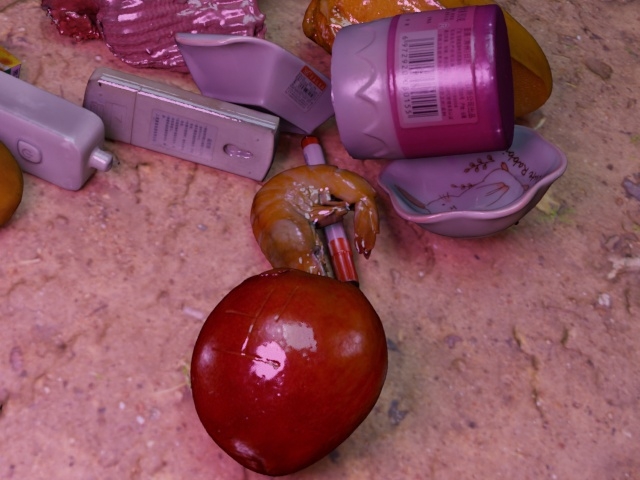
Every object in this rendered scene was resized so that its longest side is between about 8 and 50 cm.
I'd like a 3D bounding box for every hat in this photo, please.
[{"bbox_3d":[-0.216,-0.317,1.364,0.286,0.237,0.107,-7,6,4],"label":"hat"}]

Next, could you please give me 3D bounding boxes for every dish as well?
[{"bbox_3d":[-0.081,-0.185,1.281,0.154,0.234,0.064,10,82,32],"label":"dish"},{"bbox_3d":[0.185,-0.057,1.297,0.229,0.081,0.229,-10,31,6],"label":"dish"}]

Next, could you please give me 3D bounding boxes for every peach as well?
[{"bbox_3d":[-0.035,0.128,1.010,0.197,0.197,0.197,9,47,-9],"label":"peach"}]

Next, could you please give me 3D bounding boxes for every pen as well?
[{"bbox_3d":[0.010,-0.036,1.280,0.028,0.028,0.239,0,49,-17],"label":"pen"}]

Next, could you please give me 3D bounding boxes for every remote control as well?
[{"bbox_3d":[-0.165,-0.137,1.269,0.233,0.098,0.038,16,51,-2],"label":"remote control"}]

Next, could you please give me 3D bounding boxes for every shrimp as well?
[{"bbox_3d":[0.000,0.000,1.201,0.150,0.068,0.249,-17,48,4],"label":"shrimp"}]

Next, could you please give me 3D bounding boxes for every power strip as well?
[{"bbox_3d":[-0.412,-0.161,1.221,0.385,0.091,0.062,24,48,5],"label":"power strip"}]

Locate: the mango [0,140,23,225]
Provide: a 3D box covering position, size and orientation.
[{"bbox_3d":[-0.425,-0.080,1.144,0.227,0.099,0.136,16,52,9],"label":"mango"}]

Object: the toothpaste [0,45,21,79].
[{"bbox_3d":[-0.441,-0.245,1.320,0.178,0.043,0.037,39,48,18],"label":"toothpaste"}]

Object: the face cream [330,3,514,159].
[{"bbox_3d":[0.126,-0.186,1.281,0.195,0.175,0.175,-2,44,17],"label":"face cream"}]

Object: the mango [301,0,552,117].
[{"bbox_3d":[0.158,-0.272,1.437,0.350,0.201,0.199,18,72,-11],"label":"mango"}]
